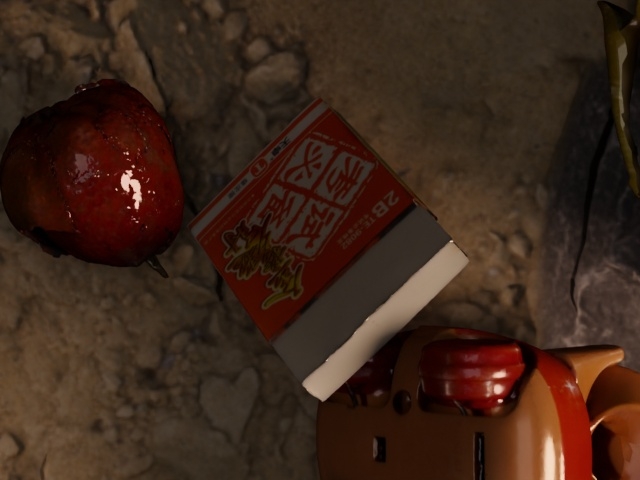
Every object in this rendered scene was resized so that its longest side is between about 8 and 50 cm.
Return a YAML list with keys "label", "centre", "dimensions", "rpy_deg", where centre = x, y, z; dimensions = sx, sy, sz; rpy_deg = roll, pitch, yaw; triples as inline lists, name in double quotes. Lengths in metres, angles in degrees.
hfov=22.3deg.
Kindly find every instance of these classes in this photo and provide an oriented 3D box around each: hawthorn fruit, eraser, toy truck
- label: "hawthorn fruit"
  centre: [-0.175, -0.039, 1.310]
  dimensions: [0.148, 0.148, 0.172]
  rpy_deg: [-33, 107, 5]
- label: "eraser"
  centre: [0.000, 0.000, 1.267]
  dimensions: [0.157, 0.038, 0.230]
  rpy_deg: [-44, 43, 4]
- label: "toy truck"
  centre: [0.136, 0.159, 1.274]
  dimensions: [0.265, 0.239, 0.189]
  rpy_deg: [0, 91, 46]

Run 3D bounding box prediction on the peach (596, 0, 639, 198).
- label: "peach"
  centre: [0.408, -0.095, 1.156]
  dimensions: [0.310, 0.335, 0.406]
  rpy_deg: [-4, 69, -26]
